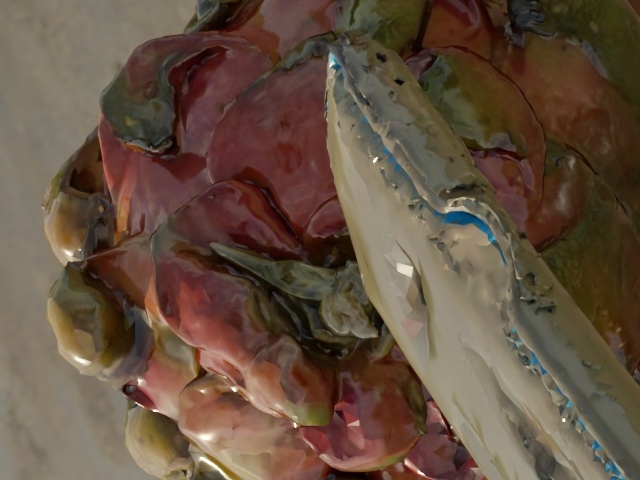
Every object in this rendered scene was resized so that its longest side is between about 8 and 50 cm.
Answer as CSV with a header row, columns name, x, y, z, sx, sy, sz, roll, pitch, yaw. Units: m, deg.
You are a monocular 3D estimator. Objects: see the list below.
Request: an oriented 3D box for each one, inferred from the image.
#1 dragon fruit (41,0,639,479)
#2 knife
name,x,y,z,sx,sy,sz,roll,pitch,yaw
dragon fruit,0.000,0.000,0.864,0.296,0.263,0.314,-15,101,47
knife,0.085,0.081,0.302,0.365,0.043,0.089,-124,29,-42
